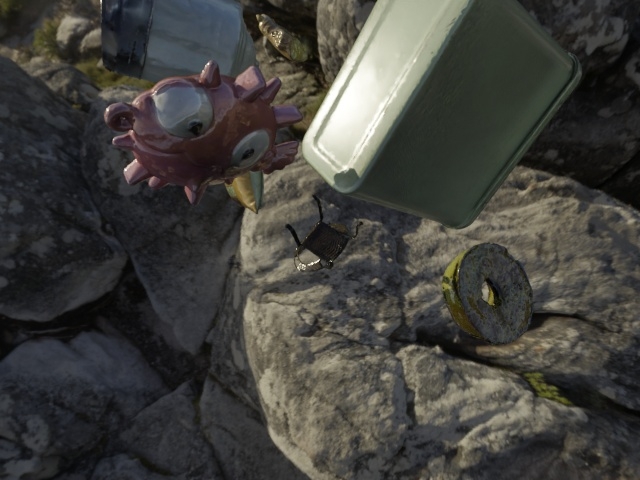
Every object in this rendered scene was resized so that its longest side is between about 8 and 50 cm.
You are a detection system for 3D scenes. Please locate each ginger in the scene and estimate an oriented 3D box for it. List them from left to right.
[{"bbox_3d":[-0.129,-0.671,1.461,0.074,0.137,0.213,-48,61,7],"label":"ginger"}]

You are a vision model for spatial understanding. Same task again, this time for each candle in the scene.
[{"bbox_3d":[-0.282,-0.430,0.931,0.343,0.221,0.221,7,82,-25],"label":"candle"}]

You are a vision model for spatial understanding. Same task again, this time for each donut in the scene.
[{"bbox_3d":[0.440,0.141,1.178,0.273,0.107,0.271,5,78,-24],"label":"donut"}]

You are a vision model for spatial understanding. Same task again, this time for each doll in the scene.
[{"bbox_3d":[-0.127,-0.125,0.531,0.211,0.262,0.093,-38,65,25],"label":"doll"}]

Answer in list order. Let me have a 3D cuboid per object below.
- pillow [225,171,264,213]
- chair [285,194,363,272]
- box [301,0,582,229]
[{"bbox_3d":[-0.260,-0.248,1.417,0.119,0.310,0.311,-12,101,-20],"label":"pillow"},{"bbox_3d":[0.000,0.000,1.134,0.149,0.213,0.174,36,71,9],"label":"chair"},{"bbox_3d":[0.198,-0.210,0.709,0.177,0.344,0.351,50,118,37],"label":"box"}]
